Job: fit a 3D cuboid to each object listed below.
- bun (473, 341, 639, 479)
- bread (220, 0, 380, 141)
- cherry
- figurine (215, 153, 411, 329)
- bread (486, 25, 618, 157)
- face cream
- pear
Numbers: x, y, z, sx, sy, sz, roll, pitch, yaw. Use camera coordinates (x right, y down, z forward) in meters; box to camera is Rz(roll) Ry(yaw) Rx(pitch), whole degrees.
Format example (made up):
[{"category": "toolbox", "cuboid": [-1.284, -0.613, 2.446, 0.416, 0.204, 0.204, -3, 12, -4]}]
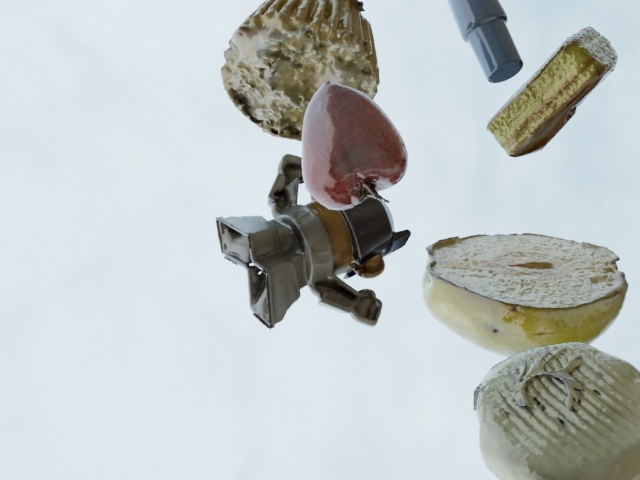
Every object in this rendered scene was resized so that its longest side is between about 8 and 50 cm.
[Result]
[{"category": "bun", "cuboid": [0.347, 0.266, 1.179, 0.273, 0.273, 0.168, -51, -40, -34]}, {"category": "bread", "cuboid": [-0.029, -0.289, 1.395, 0.274, 0.274, 0.149, 40, -135, -30]}, {"category": "cherry", "cuboid": [0.034, -0.089, 0.830, 0.087, 0.106, 0.126, 31, -122, -73]}, {"category": "figurine", "cuboid": [0.002, 0.002, 1.307, 0.308, 0.143, 0.308, 2, -96, -22]}, {"category": "bread", "cuboid": [0.439, -0.273, 1.565, 0.110, 0.234, 0.184, 45, -144, 7]}, {"category": "face cream", "cuboid": [0.258, -0.462, 1.510, 0.135, 0.086, 0.385, 26, -138, -68]}, {"category": "pear", "cuboid": [0.391, 0.126, 1.649, 0.340, 0.386, 0.191, -69, -20, -65]}]
